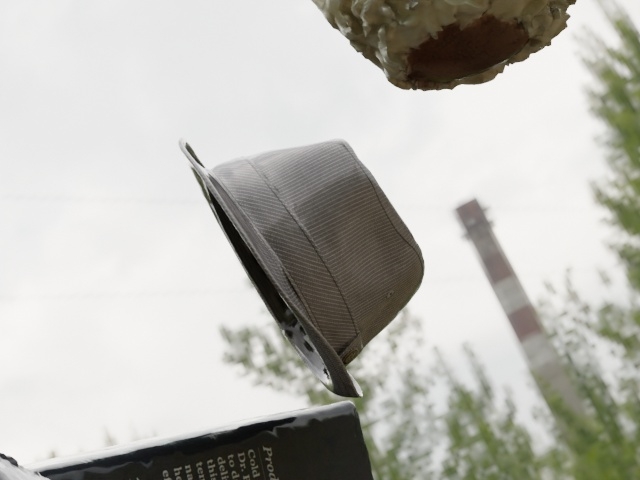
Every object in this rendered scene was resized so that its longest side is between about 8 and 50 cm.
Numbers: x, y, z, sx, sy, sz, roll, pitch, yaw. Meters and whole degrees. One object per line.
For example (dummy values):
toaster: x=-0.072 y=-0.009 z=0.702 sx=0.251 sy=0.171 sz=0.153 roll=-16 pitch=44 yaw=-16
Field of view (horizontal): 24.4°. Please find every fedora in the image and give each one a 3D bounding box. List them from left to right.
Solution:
fedora: x=0.000 y=0.000 z=1.216 sx=0.124 sy=0.244 sz=0.275 roll=-33 pitch=-34 yaw=-7

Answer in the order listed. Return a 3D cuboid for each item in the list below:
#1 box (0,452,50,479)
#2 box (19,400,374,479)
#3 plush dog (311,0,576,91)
box: x=-0.131 y=0.307 z=0.717 sx=0.296 sy=0.294 sz=0.183 roll=-55 pitch=-30 yaw=-7
box: x=-0.251 y=0.340 z=1.248 sx=0.480 sy=0.297 sz=0.472 roll=-16 pitch=-9 yaw=31
plush dog: x=0.030 y=-0.228 z=0.629 sx=0.225 sy=0.210 sz=0.262 roll=-45 pitch=-56 yaw=14
